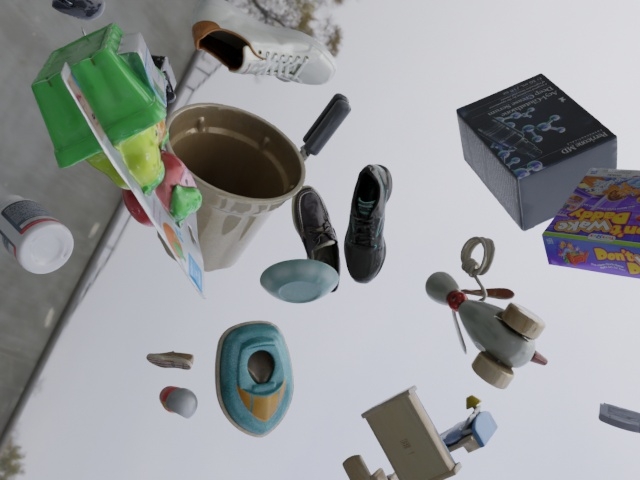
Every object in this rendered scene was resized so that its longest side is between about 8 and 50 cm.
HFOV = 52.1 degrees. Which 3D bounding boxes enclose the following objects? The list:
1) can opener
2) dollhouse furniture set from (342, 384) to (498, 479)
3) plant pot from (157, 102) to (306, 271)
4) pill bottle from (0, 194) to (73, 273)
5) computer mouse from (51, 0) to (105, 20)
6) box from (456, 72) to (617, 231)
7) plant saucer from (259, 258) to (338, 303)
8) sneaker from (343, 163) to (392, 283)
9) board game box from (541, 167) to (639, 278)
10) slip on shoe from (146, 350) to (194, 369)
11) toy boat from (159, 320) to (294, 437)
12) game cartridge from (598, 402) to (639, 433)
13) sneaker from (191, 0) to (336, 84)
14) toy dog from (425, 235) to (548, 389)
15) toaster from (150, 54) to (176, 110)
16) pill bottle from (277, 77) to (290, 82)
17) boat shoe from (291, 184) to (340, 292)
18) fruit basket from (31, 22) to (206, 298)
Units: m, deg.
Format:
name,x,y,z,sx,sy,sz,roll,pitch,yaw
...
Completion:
name,x,y,z,sx,sy,sz,roll,pitch,yaw
can opener,-0.030,-0.258,1.665,0.280,0.093,0.074,-46,-147,26
dollhouse furniture set,0.224,0.451,1.561,0.286,0.303,0.198,-35,-103,27
plant pot,-0.243,-0.102,1.555,0.334,0.333,0.306,-88,-158,-47
pill bottle,-0.573,-0.020,1.281,0.180,0.108,0.108,32,-86,37
computer mouse,-0.520,-0.477,1.265,0.071,0.242,0.041,-42,-113,30
box,0.622,-0.268,1.919,0.293,0.212,0.396,-23,-137,-1
plant saucer,-0.051,0.112,1.592,0.195,0.194,0.038,-40,-138,41
sneaker,0.093,-0.038,1.432,0.106,0.101,0.268,4,91,-73
board game box,0.623,-0.030,1.197,0.347,0.078,0.233,10,-135,44
slip on shoe,-0.426,0.334,1.861,0.051,0.135,0.041,83,16,-47
toy boat,-0.199,0.329,1.468,0.148,0.318,0.268,-9,-89,63
game cartridge,0.534,0.314,1.153,0.056,0.083,0.017,-23,123,-62
sneaker,-0.104,-0.333,1.210,0.106,0.290,0.123,-48,-146,47
toy dog,0.363,0.172,1.384,0.220,0.160,0.334,-46,-146,27
toaster,-0.373,-0.256,1.207,0.110,0.185,0.168,77,24,-67
pill bottle,-0.070,-0.453,1.620,0.065,0.065,0.116,-22,-143,56
boat shoe,0.000,0.000,1.670,0.092,0.102,0.286,-154,-130,-65
fruit basket,-0.252,-0.130,0.960,0.165,0.353,0.327,-31,-150,4
